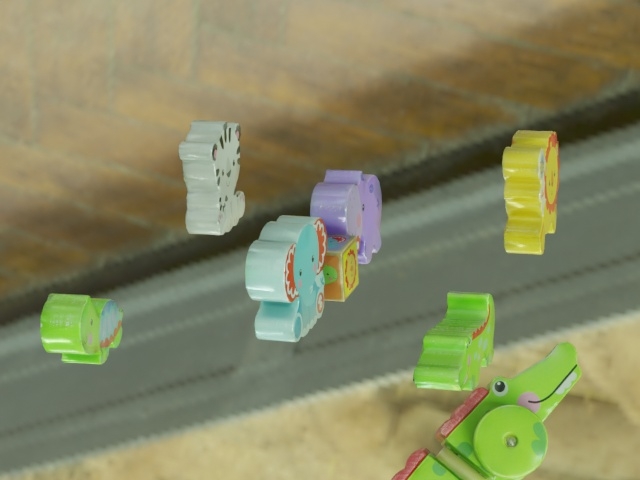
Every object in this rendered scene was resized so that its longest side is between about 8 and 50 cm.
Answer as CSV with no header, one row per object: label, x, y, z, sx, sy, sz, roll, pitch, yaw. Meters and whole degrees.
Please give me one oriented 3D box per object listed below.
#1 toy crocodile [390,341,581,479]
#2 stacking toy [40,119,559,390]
toy crocodile,0.111,0.220,1.762,0.105,0.340,0.115,41,176,7
stacking toy,0.000,0.000,0.806,0.167,0.221,0.052,2,110,16
